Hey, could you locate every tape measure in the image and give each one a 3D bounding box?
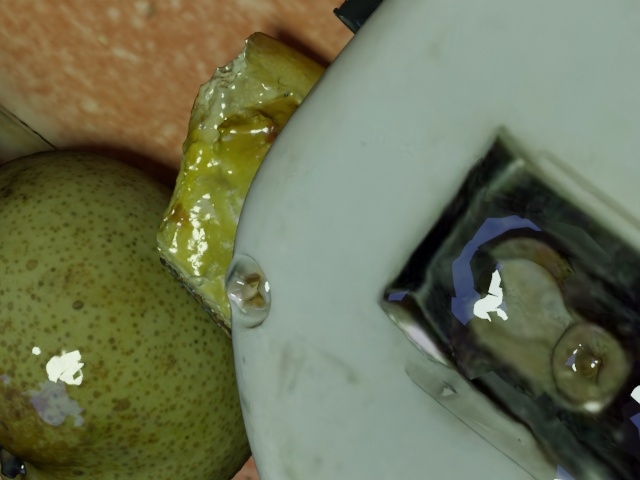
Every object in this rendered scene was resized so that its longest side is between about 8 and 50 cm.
[{"bbox_3d":[0.098,0.040,0.432,0.265,0.130,0.258,39,120,18],"label":"tape measure"}]

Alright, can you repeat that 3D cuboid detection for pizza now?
[{"bbox_3d":[0.000,0.000,0.568,0.160,0.099,0.036,53,165,-23],"label":"pizza"}]

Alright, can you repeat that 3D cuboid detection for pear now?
[{"bbox_3d":[-0.097,0.045,0.629,0.167,0.136,0.167,19,143,15],"label":"pear"}]

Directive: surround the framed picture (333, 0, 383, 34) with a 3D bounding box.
[{"bbox_3d":[0.131,-0.053,0.506,0.199,0.010,0.195,44,136,-18],"label":"framed picture"}]
